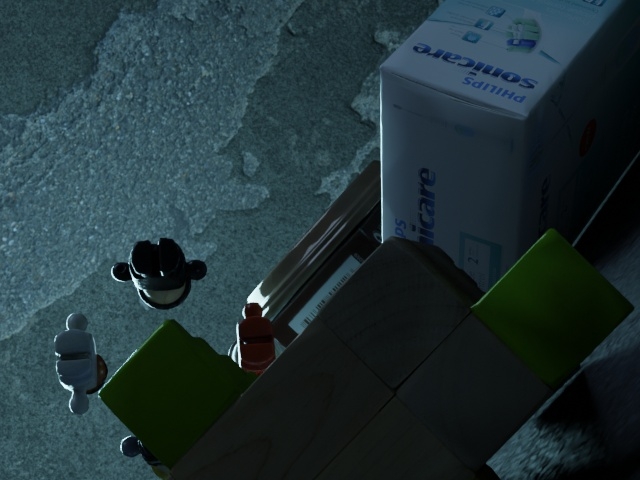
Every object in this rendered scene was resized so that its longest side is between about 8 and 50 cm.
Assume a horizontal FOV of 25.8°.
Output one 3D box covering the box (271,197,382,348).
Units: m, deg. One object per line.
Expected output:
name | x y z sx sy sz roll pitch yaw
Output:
box | 0.086 0.034 1.821 0.191 0.143 0.381 -48 2 25

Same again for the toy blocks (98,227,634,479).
toy blocks | -0.004 0.139 0.725 0.381 0.191 0.261 -47 -11 7

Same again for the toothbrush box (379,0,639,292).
toothbrush box | 0.171 -0.111 1.132 0.295 0.126 0.216 -46 -32 -38

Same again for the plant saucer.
plant saucer | 0.000 0.000 1.723 0.278 0.041 0.278 -48 -1 -1

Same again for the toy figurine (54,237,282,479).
toy figurine | -0.162 0.124 1.469 0.209 0.213 0.148 -51 -7 -13
